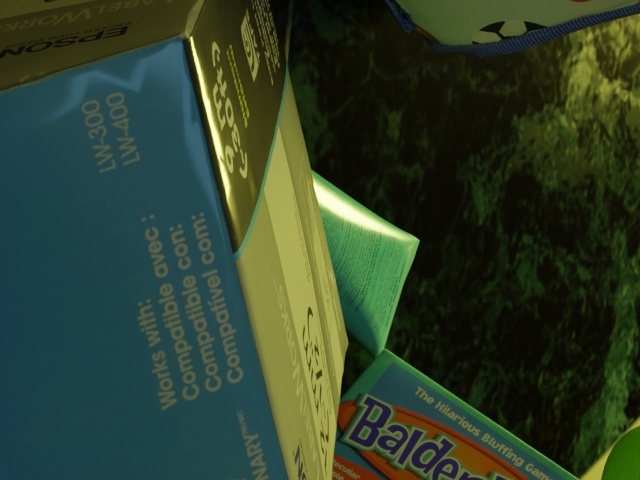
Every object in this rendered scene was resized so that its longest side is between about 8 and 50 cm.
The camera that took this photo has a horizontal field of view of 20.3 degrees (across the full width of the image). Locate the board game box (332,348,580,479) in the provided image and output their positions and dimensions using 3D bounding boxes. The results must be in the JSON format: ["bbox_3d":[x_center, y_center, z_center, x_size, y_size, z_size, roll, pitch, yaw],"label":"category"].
[{"bbox_3d":[0.039,0.177,0.984,0.210,0.160,0.047,-46,163,-38],"label":"board game box"}]

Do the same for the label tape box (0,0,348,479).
[{"bbox_3d":[-0.068,0.023,0.728,0.347,0.115,0.249,-87,166,-66],"label":"label tape box"}]

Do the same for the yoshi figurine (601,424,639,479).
[{"bbox_3d":[0.161,0.206,1.117,0.362,0.203,0.203,-23,107,-50],"label":"yoshi figurine"}]

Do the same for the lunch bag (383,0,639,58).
[{"bbox_3d":[0.142,-0.297,0.921,0.385,0.239,0.328,-40,144,3],"label":"lunch bag"}]

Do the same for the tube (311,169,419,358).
[{"bbox_3d":[0.000,0.000,0.996,0.207,0.052,0.080,37,72,-53],"label":"tube"}]
